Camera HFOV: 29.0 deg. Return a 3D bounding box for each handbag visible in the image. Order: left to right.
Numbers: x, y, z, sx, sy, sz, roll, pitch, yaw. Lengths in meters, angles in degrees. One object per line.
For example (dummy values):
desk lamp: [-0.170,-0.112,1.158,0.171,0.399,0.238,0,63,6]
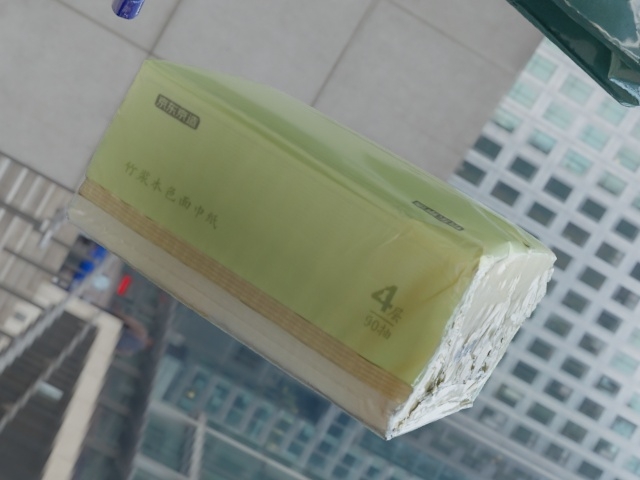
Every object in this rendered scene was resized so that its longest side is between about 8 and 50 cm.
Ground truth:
handbag: [0.317,-0.302,1.235,0.268,0.274,0.100,-47,-173,-14]

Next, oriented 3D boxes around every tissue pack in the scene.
tissue pack: [0.000,0.000,0.719,0.125,0.234,0.159,-62,158,13]

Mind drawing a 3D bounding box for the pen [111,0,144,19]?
pen: [-0.160,-0.280,1.186,0.033,0.033,0.269,-65,-168,-22]
